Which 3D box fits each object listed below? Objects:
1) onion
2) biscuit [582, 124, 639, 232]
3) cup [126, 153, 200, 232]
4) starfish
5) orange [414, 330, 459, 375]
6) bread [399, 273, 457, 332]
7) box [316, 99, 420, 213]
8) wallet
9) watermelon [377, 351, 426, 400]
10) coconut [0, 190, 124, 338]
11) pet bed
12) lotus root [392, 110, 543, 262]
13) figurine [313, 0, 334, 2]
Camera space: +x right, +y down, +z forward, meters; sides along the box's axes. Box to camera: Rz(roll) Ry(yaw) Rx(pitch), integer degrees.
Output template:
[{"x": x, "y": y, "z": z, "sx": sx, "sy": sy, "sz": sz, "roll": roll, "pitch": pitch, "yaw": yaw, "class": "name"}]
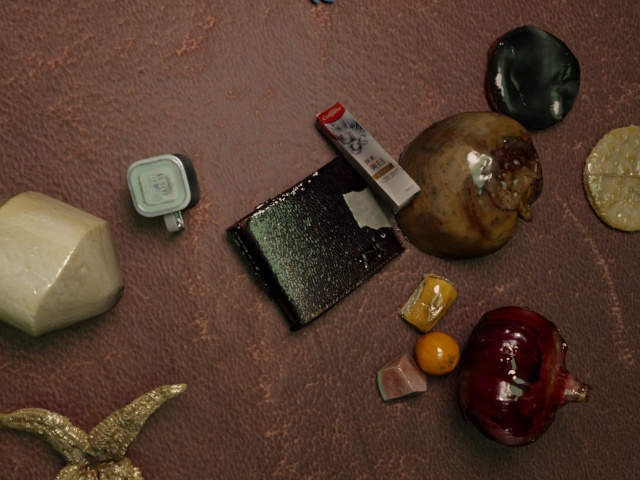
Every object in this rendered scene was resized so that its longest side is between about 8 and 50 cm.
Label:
[{"x": 0.350, "y": 0.235, "z": 0.982, "sx": 0.219, "sy": 0.252, "sz": 0.252, "roll": 3, "pitch": 92, "yaw": 30, "class": "onion"}, {"x": 0.626, "y": -0.124, "z": 1.137, "sx": 0.220, "sy": 0.033, "sz": 0.219, "roll": 0, "pitch": 92, "yaw": -11, "class": "biscuit"}, {"x": -0.245, "y": -0.073, "z": 0.902, "sx": 0.095, "sy": 0.129, "sz": 0.128, "roll": -13, "pitch": 98, "yaw": -5, "class": "cup"}, {"x": -0.341, "y": 0.385, "z": 0.920, "sx": 0.302, "sy": 0.084, "sz": 0.293, "roll": -10, "pitch": 98, "yaw": -8, "class": "starfish"}, {"x": 0.213, "y": 0.207, "z": 1.034, "sx": 0.084, "sy": 0.083, "sz": 0.083, "roll": 0, "pitch": 92, "yaw": -12, "class": "orange"}, {"x": 0.202, "y": 0.115, "z": 1.043, "sx": 0.072, "sy": 0.053, "sz": 0.106, "roll": 38, "pitch": 89, "yaw": -8, "class": "bread"}, {"x": 0.079, "y": -0.144, "z": 0.969, "sx": 0.055, "sy": 0.039, "sz": 0.218, "roll": -38, "pitch": 76, "yaw": -15, "class": "box"}, {"x": 0.000, "y": 0.000, "z": 0.990, "sx": 0.262, "sy": 0.071, "sz": 0.221, "roll": -34, "pitch": 98, "yaw": -16, "class": "wallet"}, {"x": 0.146, "y": 0.257, "z": 1.029, "sx": 0.084, "sy": 0.072, "sz": 0.092, "roll": 41, "pitch": 88, "yaw": 7, "class": "watermelon"}, {"x": -0.402, "y": 0.041, "z": 0.835, "sx": 0.222, "sy": 0.202, "sz": 0.202, "roll": 25, "pitch": 87, "yaw": -7, "class": "coconut"}, {"x": 0.400, "y": -0.303, "z": 1.070, "sx": 0.201, "sy": 0.053, "sz": 0.201, "roll": 0, "pitch": 91, "yaw": -11, "class": "pet bed"}, {"x": 0.275, "y": -0.092, "z": 0.995, "sx": 0.272, "sy": 0.192, "sz": 0.272, "roll": 0, "pitch": 91, "yaw": -20, "class": "lotus root"}, {"x": 0.024, "y": -0.469, "z": 0.967, "sx": 0.114, "sy": 0.079, "sz": 0.114, "roll": -7, "pitch": 120, "yaw": -12, "class": "figurine"}]
